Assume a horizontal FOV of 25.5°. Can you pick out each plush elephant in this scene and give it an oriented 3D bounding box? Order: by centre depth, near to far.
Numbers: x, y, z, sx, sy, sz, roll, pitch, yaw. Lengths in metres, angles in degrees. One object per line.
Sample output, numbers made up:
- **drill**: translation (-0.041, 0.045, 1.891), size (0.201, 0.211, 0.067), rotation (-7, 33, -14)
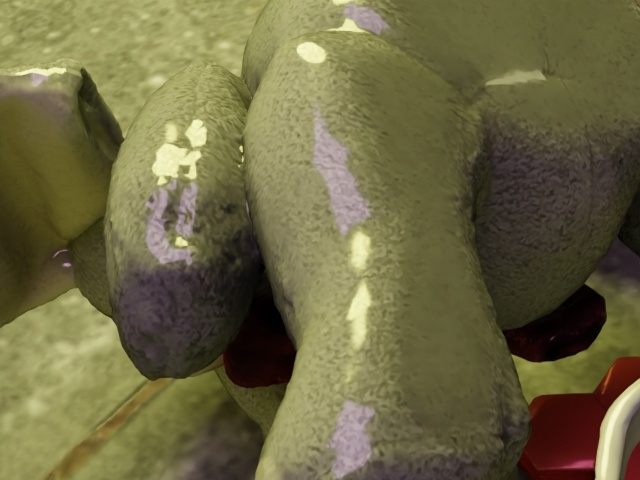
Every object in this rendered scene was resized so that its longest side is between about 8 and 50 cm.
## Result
- **plush elephant**: translation (0.000, 0.000, 0.535), size (0.272, 0.255, 0.330), rotation (-12, 65, -38)

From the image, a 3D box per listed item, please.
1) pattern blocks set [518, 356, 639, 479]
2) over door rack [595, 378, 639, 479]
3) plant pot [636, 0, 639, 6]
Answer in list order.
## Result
- **pattern blocks set**: translation (0.262, 0.094, 0.514), size (0.325, 0.026, 0.285), rotation (-21, 44, -6)
- **over door rack**: translation (0.196, 0.181, 0.288), size (0.324, 0.239, 0.108), rotation (23, 53, 34)
- **plant pot**: translation (0.149, -0.161, 0.671), size (0.263, 0.263, 0.229), rotation (-6, 61, 10)
